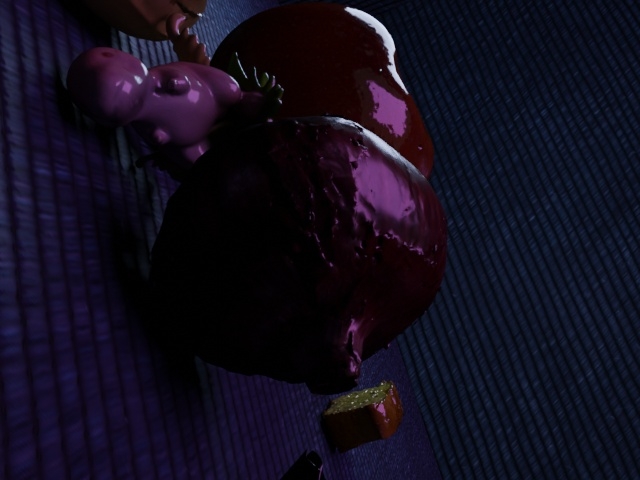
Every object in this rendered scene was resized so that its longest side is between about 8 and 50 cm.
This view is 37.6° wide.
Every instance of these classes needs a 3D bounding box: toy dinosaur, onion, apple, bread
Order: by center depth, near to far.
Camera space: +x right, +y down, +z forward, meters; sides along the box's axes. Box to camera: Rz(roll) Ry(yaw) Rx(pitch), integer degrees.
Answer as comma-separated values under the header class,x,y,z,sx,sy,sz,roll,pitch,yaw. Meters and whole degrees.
class,x,y,z,sx,sy,sz,roll,pitch,yaw
onion,-0.012,0.024,0.755,0.252,0.252,0.219,62,11,-47
toy dinosaur,-0.143,-0.106,0.817,0.177,0.152,0.194,22,19,-24
bread,0.063,0.245,1.330,0.187,0.103,0.065,-31,100,-85
apple,0.002,-0.169,1.345,0.348,0.276,0.349,-20,90,-83

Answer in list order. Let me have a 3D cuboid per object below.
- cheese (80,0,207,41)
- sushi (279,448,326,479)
class,x,y,z,sx,sy,sz,roll,pitch,yaw
cheese,-0.200,-0.314,0.862,0.260,0.128,0.316,60,2,-4
sushi,0.037,0.289,0.774,0.150,0.153,0.172,39,3,-35
